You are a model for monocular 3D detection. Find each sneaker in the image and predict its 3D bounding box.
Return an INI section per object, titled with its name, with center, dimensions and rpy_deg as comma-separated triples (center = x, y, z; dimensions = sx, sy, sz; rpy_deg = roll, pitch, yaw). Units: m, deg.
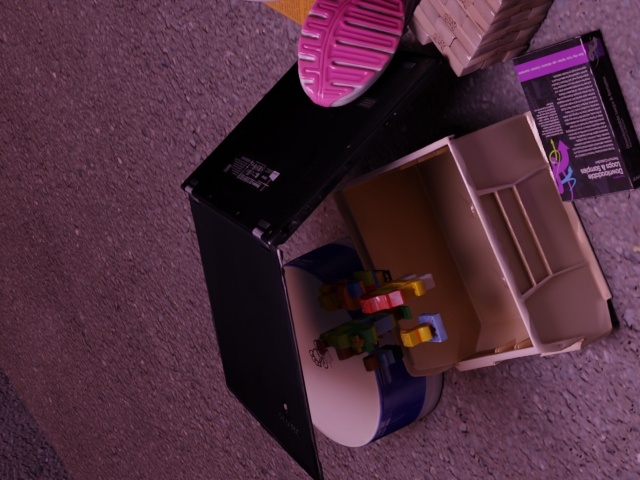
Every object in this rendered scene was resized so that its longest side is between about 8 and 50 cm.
[sneaker]
center = 0.053, -0.239, 1.632
dimensions = 0.103, 0.252, 0.111
rpy_deg = 24, 158, 10

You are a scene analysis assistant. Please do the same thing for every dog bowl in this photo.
[dog bowl]
center = 0.038, 0.135, 2.010
dimensions = 0.265, 0.104, 0.265
rpy_deg = 38, 140, 41

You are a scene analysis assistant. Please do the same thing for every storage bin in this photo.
[storage bin]
center = 0.167, 0.016, 1.694
dimensions = 0.262, 0.123, 0.260
rpy_deg = -21, 92, 61

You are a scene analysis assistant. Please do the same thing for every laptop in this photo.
[laptop]
center = 0.000, 0.000, 1.741
dimensions = 0.236, 0.408, 0.382
rpy_deg = 44, 175, -21

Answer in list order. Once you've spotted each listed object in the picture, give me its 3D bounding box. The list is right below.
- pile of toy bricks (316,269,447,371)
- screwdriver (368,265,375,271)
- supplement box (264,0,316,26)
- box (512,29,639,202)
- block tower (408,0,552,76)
[pile of toy bricks]
center = 0.044, 0.099, 1.723
dimensions = 0.212, 0.105, 0.118
rpy_deg = -5, 107, 60
[screwdriver]
center = 0.062, -0.011, 1.857
dimensions = 0.170, 0.025, 0.024
rpy_deg = -94, 19, -49
[supplement box]
center = -0.024, -0.314, 1.820
dimensions = 0.233, 0.078, 0.080
rpy_deg = 36, 139, 43
[box]
center = 0.262, -0.122, 1.535
dimensions = 0.116, 0.029, 0.162
rpy_deg = -10, 101, 61
[block tower]
center = 0.193, -0.293, 1.462
dimensions = 0.097, 0.091, 0.335
rpy_deg = 57, 150, 19
